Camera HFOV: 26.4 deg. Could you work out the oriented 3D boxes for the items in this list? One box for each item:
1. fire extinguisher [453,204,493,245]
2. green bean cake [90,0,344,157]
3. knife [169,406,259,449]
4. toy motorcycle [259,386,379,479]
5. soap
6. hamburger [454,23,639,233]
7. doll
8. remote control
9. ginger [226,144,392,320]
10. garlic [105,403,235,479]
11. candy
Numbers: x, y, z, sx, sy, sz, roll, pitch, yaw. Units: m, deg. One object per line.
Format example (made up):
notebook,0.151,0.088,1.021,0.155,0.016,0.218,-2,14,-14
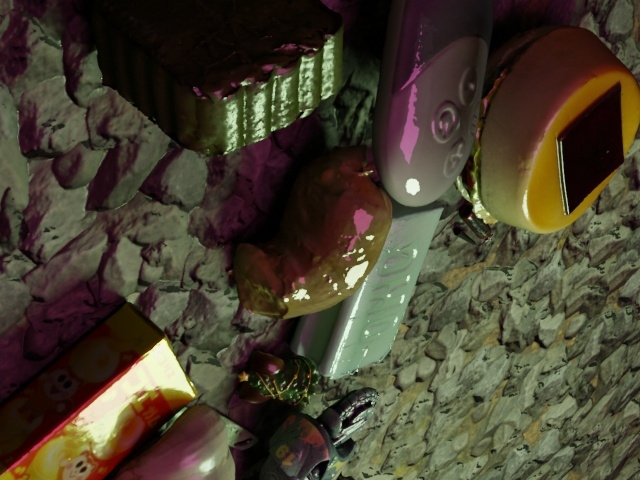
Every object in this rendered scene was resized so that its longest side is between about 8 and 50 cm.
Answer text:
fire extinguisher,0.230,-0.013,2.044,0.046,0.032,0.100,-58,140,-11
green bean cake,-0.102,-0.196,1.366,0.200,0.214,0.113,-30,145,-29
knife,-0.162,0.241,1.833,0.043,0.020,0.293,-50,145,2
toy motorcycle,-0.027,0.325,1.955,0.173,0.108,0.307,-16,144,-47
soap,0.062,0.055,1.860,0.150,0.094,0.261,-9,125,-45
hamburger,0.300,-0.156,1.875,0.300,0.176,0.300,-28,136,-30
doll,-0.055,0.197,1.865,0.113,0.077,0.078,-1,120,-47
remote control,0.139,-0.205,1.670,0.221,0.103,0.332,-10,109,-62
ginger,0.000,0.000,1.711,0.152,0.138,0.267,25,105,-49
garlic,-0.183,0.310,1.709,0.229,0.143,0.178,-52,167,32
candy,-0.287,0.215,1.613,0.276,0.088,0.146,-41,142,-15
